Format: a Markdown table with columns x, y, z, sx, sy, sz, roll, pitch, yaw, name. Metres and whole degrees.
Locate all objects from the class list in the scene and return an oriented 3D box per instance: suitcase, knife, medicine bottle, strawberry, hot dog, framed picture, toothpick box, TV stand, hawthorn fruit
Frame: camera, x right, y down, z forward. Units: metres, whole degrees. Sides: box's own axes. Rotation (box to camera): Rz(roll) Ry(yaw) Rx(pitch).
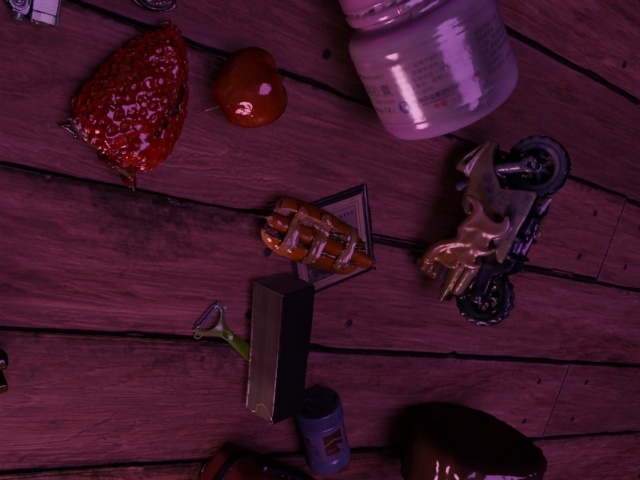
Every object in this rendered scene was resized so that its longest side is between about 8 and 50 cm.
| x | y | z | sx | sy | sz | roll | pitch | yaw | name |
| --- | --- | --- | --- | --- | --- | --- | --- | --- | --- |
| -0.123 | 0.555 | 1.312 | 0.297 | 0.161 | 0.236 | 37 | 83 | -37 | suitcase |
| -0.166 | 0.187 | 1.232 | 0.078 | 0.022 | 0.166 | -46 | 126 | -6 | knife |
| 0.167 | -0.361 | 1.110 | 0.256 | 0.256 | 0.324 | -39 | 117 | -17 | medicine bottle |
| -0.249 | -0.201 | 0.977 | 0.228 | 0.098 | 0.174 | -49 | 128 | -9 | strawberry |
| 0.000 | 0.000 | 1.233 | 0.270 | 0.072 | 0.109 | 24 | 95 | -36 | hot dog |
| 0.024 | 0.004 | 1.302 | 0.195 | 0.010 | 0.199 | -21 | 118 | -28 | framed picture |
| 0.005 | 0.397 | 1.379 | 0.101 | 0.101 | 0.153 | -25 | 120 | -25 | toothpick box |
| -0.077 | 0.206 | 1.254 | 0.088 | 0.083 | 0.269 | -14 | 117 | -46 | TV stand |
| -0.114 | -0.240 | 1.055 | 0.125 | 0.140 | 0.125 | 29 | 52 | -46 | hawthorn fruit |

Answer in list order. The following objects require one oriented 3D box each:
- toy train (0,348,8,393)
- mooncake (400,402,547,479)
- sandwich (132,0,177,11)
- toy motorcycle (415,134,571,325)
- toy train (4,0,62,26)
| x | y | z | sx | sy | sz | roll | pitch | yaw | name |
| --- | --- | --- | --- | --- | --- | --- | --- | --- | --- |
| -0.559 | 0.224 | 0.930 | 0.226 | 0.090 | 0.137 | -11 | 120 | -32 | toy train |
| 0.343 | 0.525 | 1.524 | 0.324 | 0.324 | 0.187 | 4 | 107 | -36 | mooncake |
| -0.253 | -0.376 | 0.954 | 0.069 | 0.026 | 0.101 | -32 | 122 | -21 | sandwich |
| 0.350 | -0.035 | 1.379 | 0.169 | 0.237 | 0.410 | 7 | 106 | -51 | toy motorcycle |
| -0.372 | -0.360 | 0.870 | 0.071 | 0.038 | 0.147 | 5 | 104 | -39 | toy train |
